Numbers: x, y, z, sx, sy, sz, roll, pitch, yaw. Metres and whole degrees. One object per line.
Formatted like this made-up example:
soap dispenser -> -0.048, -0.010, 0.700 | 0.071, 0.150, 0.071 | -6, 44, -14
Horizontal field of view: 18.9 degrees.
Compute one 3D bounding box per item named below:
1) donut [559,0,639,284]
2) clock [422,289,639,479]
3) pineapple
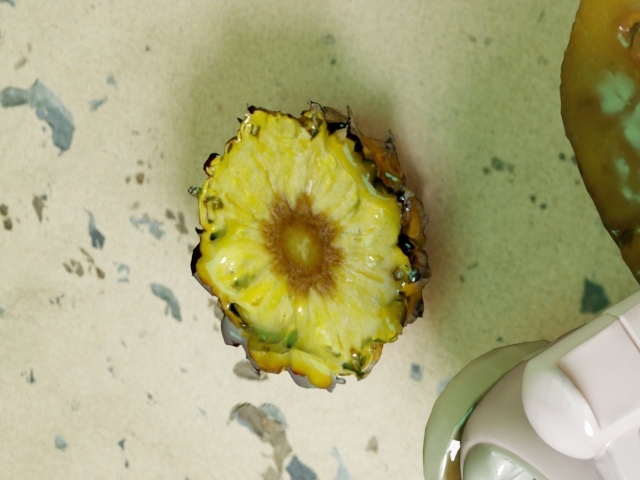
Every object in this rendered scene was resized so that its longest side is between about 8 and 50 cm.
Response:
donut -> 0.279, -0.066, 1.109 | 0.278, 0.108, 0.277 | 8, 104, 34
clock -> 0.207, 0.189, 1.109 | 0.342, 0.184, 0.326 | 62, 160, 12
pineapple -> 0.000, 0.000, 1.345 | 0.225, 0.076, 0.224 | 9, 105, 38
